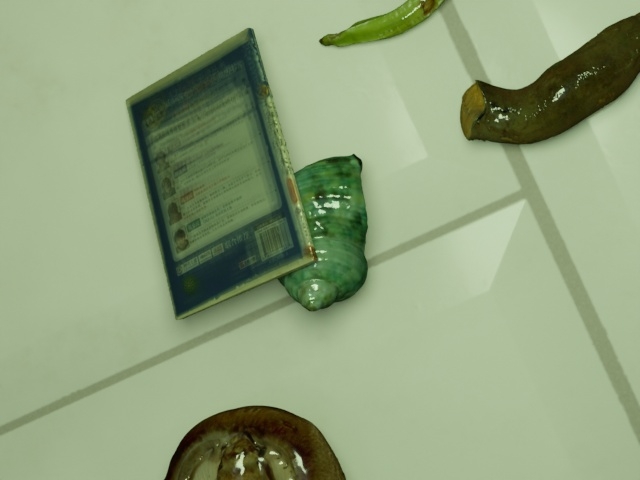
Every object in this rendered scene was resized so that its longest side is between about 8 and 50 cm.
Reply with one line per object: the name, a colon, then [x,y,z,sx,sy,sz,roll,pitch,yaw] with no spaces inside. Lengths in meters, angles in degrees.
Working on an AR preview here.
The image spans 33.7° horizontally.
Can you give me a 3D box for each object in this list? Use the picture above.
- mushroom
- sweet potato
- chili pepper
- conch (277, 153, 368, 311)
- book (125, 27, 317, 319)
mushroom: [-0.081,0.331,1.363,0.253,0.153,0.253,1,92,22]
sweet potato: [0.301,-0.199,1.288,0.285,0.085,0.112,-32,81,12]
chili pepper: [0.096,-0.288,1.353,0.208,0.043,0.049,-29,99,13]
conch: [-0.002,-0.003,1.340,0.176,0.122,0.188,-26,73,40]
book: [-0.134,-0.084,1.355,0.228,0.018,0.322,-23,72,28]
